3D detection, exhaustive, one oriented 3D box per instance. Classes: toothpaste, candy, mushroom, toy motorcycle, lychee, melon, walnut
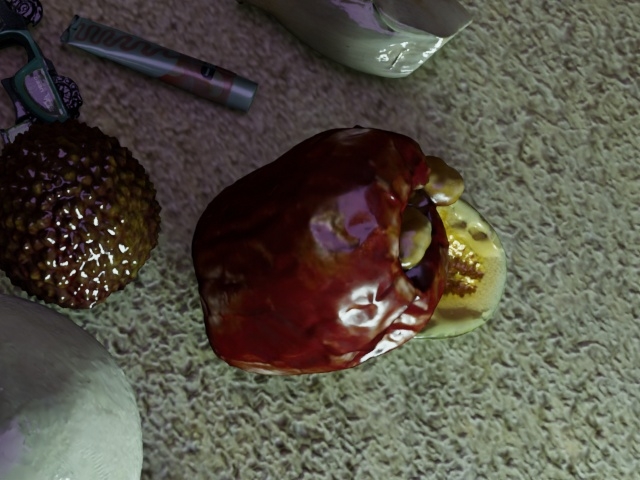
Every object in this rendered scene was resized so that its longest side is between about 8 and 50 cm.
[{"bbox_3d":[-0.166,-0.184,1.997,0.205,0.036,0.056,21,34,-1],"label":"toothpaste"},{"bbox_3d":[-0.303,0.185,1.808,0.295,0.185,0.295,1,79,-3],"label":"candy"},{"bbox_3d":[0.031,-0.236,2.008,0.247,0.096,0.108,19,97,1],"label":"mushroom"},{"bbox_3d":[-0.305,-0.168,1.967,0.100,0.058,0.173,-24,81,-7],"label":"toy motorcycle"},{"bbox_3d":[-0.243,-0.032,1.867,0.188,0.188,0.188,2,75,-7],"label":"lychee"},{"bbox_3d":[0.121,0.036,1.960,0.128,0.079,0.160,16,72,-22],"label":"melon"},{"bbox_3d":[0.000,0.000,1.868,0.221,0.269,0.244,57,37,-30],"label":"walnut"}]
